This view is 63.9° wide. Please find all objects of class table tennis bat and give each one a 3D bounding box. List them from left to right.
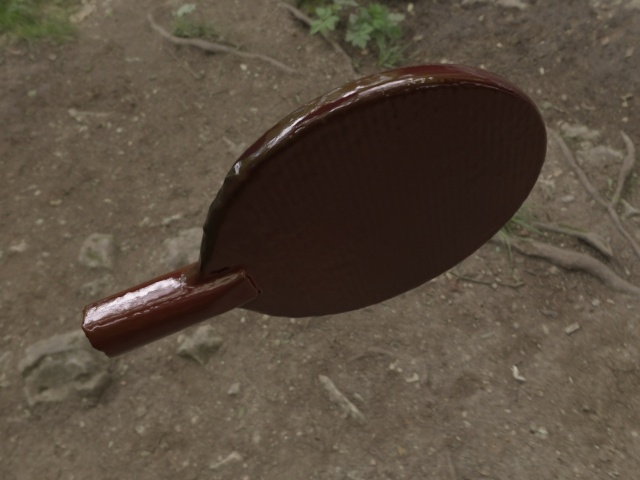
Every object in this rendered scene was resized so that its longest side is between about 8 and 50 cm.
[{"bbox_3d":[0.000,0.000,0.440,0.415,0.268,0.051,-23,53,1],"label":"table tennis bat"}]
